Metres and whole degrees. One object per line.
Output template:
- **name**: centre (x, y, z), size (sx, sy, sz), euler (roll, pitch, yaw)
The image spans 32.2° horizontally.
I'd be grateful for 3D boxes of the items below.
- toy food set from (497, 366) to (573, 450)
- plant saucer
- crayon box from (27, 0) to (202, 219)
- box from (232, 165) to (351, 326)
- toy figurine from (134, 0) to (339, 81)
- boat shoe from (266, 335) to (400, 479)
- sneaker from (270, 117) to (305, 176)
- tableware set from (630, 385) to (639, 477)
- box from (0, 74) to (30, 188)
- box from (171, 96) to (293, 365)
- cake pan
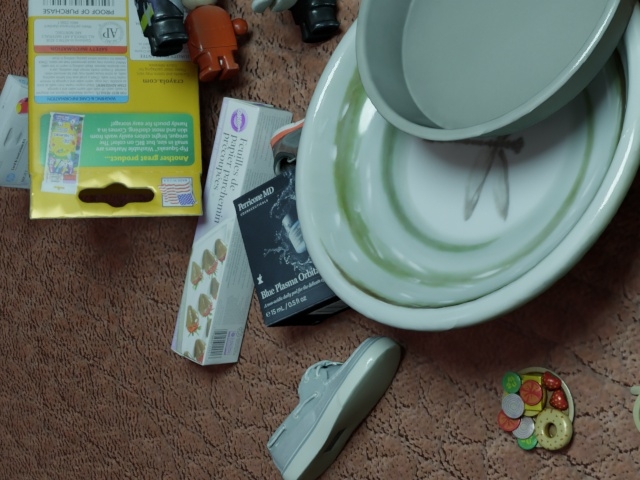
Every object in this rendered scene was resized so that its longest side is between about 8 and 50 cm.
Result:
- **toy food set**: centre (0.215, 0.169, 1.113), size (0.082, 0.020, 0.083), euler (-3, 88, 39)
- **plant saucer**: centre (0.150, -0.098, 1.069), size (0.400, 0.100, 0.401), euler (-18, 61, 37)
- **crayon box**: centre (-0.252, -0.170, 1.356), size (0.083, 0.203, 0.323), euler (119, 148, -71)
- **box**: centre (0.000, 0.000, 1.247), size (0.156, 0.093, 0.158), euler (-26, 72, 36)
- **toy figurine**: centre (-0.101, -0.291, 1.250), size (0.213, 0.209, 0.148), euler (-19, 79, 20)
- **boat shoe**: centre (0.005, 0.180, 1.246), size (0.081, 0.079, 0.227), euler (46, 119, 25)
- **sneaker**: centre (0.001, -0.113, 1.259), size (0.158, 0.061, 0.065), euler (-31, 45, 46)
- **tableware set**: centre (0.349, 0.193, 1.005), size (0.141, 0.020, 0.169), euler (-12, 80, 38)
- **box**: centre (-0.351, -0.135, 1.473), size (0.038, 0.186, 0.145), euler (41, 114, 35)
- **box**: centre (-0.109, -0.009, 1.353), size (0.063, 0.067, 0.324), euler (20, 102, 38)
- **cake pan**: centre (0.158, -0.220, 1.001), size (0.293, 0.054, 0.293), euler (-19, 61, 38)
